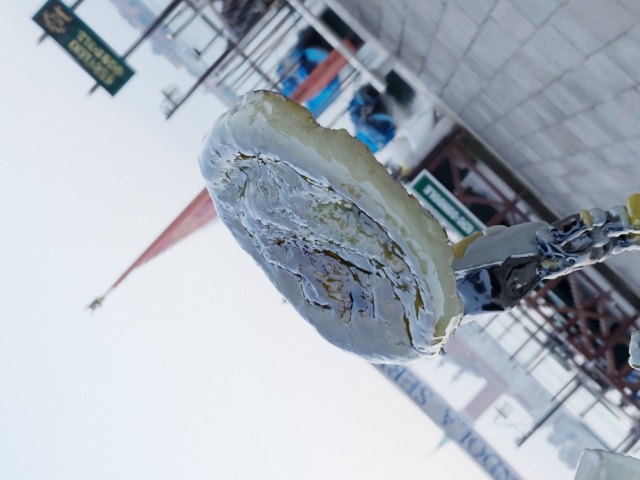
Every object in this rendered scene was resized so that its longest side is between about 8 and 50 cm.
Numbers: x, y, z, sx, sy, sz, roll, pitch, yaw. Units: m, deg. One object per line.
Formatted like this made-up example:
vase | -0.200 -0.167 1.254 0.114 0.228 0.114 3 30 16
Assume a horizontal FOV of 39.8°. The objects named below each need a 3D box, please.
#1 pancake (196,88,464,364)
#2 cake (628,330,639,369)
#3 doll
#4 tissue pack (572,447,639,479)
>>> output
pancake | 0.001 -0.001 0.899 0.356 0.065 0.356 33 153 20
cake | 0.329 0.101 0.477 0.222 0.286 0.227 89 158 -58
doll | 0.237 0.028 1.063 0.145 0.316 0.103 4 -112 -74
tissue pack | 0.227 0.275 0.738 0.071 0.170 0.325 13 164 19
